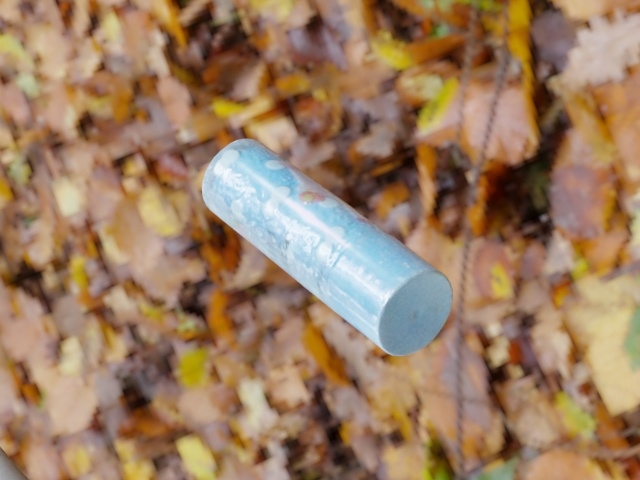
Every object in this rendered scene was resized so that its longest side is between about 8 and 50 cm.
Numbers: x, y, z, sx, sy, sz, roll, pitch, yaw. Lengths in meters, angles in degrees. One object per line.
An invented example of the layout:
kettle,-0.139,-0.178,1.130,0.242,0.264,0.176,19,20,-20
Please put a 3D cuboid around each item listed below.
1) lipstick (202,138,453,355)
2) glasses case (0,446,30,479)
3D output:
lipstick,0.000,0.000,0.836,0.158,0.048,0.048,38,146,43
glasses case,-0.057,0.189,0.521,0.308,0.128,0.083,39,-171,8
